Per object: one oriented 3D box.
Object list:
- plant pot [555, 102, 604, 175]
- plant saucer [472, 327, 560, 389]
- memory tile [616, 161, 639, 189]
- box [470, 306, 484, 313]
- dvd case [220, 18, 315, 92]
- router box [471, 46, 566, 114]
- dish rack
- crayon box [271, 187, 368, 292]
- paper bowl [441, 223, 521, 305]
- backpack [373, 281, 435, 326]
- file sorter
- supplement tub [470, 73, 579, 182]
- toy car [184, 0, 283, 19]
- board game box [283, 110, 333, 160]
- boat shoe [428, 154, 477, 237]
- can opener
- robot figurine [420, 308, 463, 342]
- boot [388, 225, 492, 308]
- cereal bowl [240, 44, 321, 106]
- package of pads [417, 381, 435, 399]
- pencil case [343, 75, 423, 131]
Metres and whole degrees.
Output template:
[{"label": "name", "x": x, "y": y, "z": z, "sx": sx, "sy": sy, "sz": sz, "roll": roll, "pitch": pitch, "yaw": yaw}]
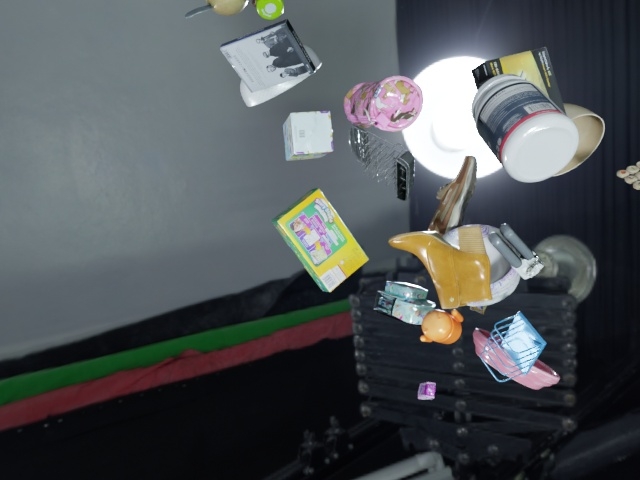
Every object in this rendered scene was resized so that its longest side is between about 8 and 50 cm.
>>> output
[{"label": "plant pot", "x": 0.897, "y": -0.413, "z": 2.097, "sx": 0.284, "sy": 0.284, "sz": 0.191, "roll": -11, "pitch": -132, "yaw": -15}, {"label": "plant saucer", "x": 0.699, "y": 0.440, "z": 2.002, "sx": 0.332, "sy": 0.084, "sz": 0.332, "roll": 29, "pitch": -174, "yaw": -3}, {"label": "memory tile", "x": 1.040, "y": -0.200, "z": 1.753, "sx": 0.113, "sy": 0.012, "sz": 0.148, "roll": -20, "pitch": -139, "yaw": -6}, {"label": "box", "x": 0.630, "y": 0.243, "z": 2.175, "sx": 0.059, "sy": 0.054, "sz": 0.169, "roll": 19, "pitch": 167, "yaw": 21}, {"label": "dvd case", "x": -0.158, "y": -0.549, "z": 1.650, "sx": 0.238, "sy": 0.179, "sz": 0.030, "roll": -8, "pitch": -130, "yaw": 29}, {"label": "router box", "x": 0.630, "y": -0.421, "z": 1.705, "sx": 0.243, "sy": 0.309, "sz": 0.081, "roll": -19, "pitch": -178, "yaw": -19}, {"label": "dish rack", "x": 0.196, "y": -0.267, "z": 1.828, "sx": 0.271, "sy": 0.208, "sz": 0.074, "roll": 33, "pitch": -111, "yaw": 23}, {"label": "crayon box", "x": 0.000, "y": 0.000, "z": 1.679, "sx": 0.165, "sy": 0.278, "sz": 0.081, "roll": -39, "pitch": -168, "yaw": -15}, {"label": "paper bowl", "x": 0.518, "y": 0.094, "z": 1.826, "sx": 0.284, "sy": 0.148, "sz": 0.284, "roll": -10, "pitch": -132, "yaw": 11}, {"label": "backpack", "x": 0.408, "y": 0.299, "z": 2.560, "sx": 0.225, "sy": 0.191, "sz": 0.253, "roll": 9, "pitch": -168, "yaw": -45}, {"label": "file sorter", "x": 0.553, "y": 0.316, "z": 1.596, "sx": 0.104, "sy": 0.170, "sz": 0.118, "roll": -16, "pitch": -130, "yaw": -18}, {"label": "supplement tub", "x": 0.518, "y": -0.297, "z": 1.420, "sx": 0.191, "sy": 0.191, "sz": 0.272, "roll": -8, "pitch": -138, "yaw": -5}, {"label": "toy car", "x": -0.177, "y": -0.487, "z": 1.032, "sx": 0.188, "sy": 0.149, "sz": 0.155, "roll": -17, "pitch": -126, "yaw": 13}, {"label": "board game box", "x": -0.050, "y": -0.380, "z": 2.015, "sx": 0.142, "sy": 0.144, "sz": 0.275, "roll": -6, "pitch": -175, "yaw": -9}, {"label": "boat shoe", "x": 0.473, "y": -0.159, "z": 1.965, "sx": 0.116, "sy": 0.324, "sz": 0.123, "roll": 18, "pitch": 174, "yaw": 25}, {"label": "can opener", "x": 0.547, "y": 0.032, "z": 1.533, "sx": 0.074, "sy": 0.280, "sz": 0.093, "roll": -41, "pitch": -133, "yaw": 17}, {"label": "robot figurine", "x": 0.483, "y": 0.343, "z": 2.181, "sx": 0.158, "sy": 0.128, "sz": 0.219, "roll": -6, "pitch": 163, "yaw": 32}, {"label": "boot", "x": 0.312, "y": 0.078, "z": 1.469, "sx": 0.295, "sy": 0.211, "sz": 0.104, "roll": -6, "pitch": 176, "yaw": 42}, {"label": "cereal bowl", "x": -0.176, "y": -0.670, "z": 2.147, "sx": 0.339, "sy": 0.141, "sz": 0.339, "roll": -26, "pitch": -158, "yaw": 11}, {"label": "package of pads", "x": 0.327, "y": 0.465, "z": 1.692, "sx": 0.032, "sy": 0.050, "sz": 0.083, "roll": 12, "pitch": 162, "yaw": -4}, {"label": "pencil case", "x": 0.188, "y": -0.431, "z": 1.738, "sx": 0.167, "sy": 0.160, "sz": 0.386, "roll": 2, "pitch": -167, "yaw": -11}]
